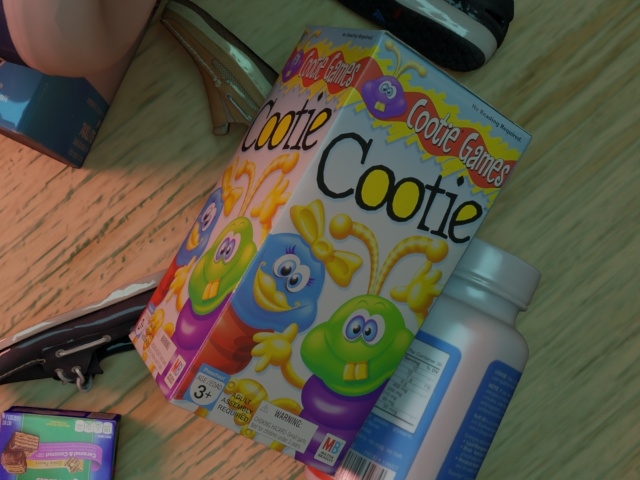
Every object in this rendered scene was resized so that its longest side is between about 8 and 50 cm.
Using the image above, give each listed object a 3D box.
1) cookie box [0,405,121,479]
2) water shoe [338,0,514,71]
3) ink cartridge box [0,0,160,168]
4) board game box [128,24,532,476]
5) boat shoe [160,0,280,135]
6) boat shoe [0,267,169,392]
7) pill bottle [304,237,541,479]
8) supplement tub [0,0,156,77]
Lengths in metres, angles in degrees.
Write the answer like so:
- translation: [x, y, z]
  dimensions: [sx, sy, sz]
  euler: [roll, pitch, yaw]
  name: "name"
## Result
- translation: [-0.210, 0.191, 0.776]
  dimensions: [0.091, 0.040, 0.107]
  euler: [5, 88, -4]
  name: "cookie box"
- translation: [0.066, -0.222, 0.806]
  dimensions: [0.203, 0.073, 0.080]
  euler: [37, 67, -6]
  name: "water shoe"
- translation: [-0.224, -0.223, 0.717]
  dimensions: [0.198, 0.197, 0.270]
  euler: [26, 86, -1]
  name: "ink cartridge box"
- translation: [0.000, 0.000, 0.708]
  dimensions: [0.142, 0.144, 0.275]
  euler: [30, 90, -25]
  name: "board game box"
- translation: [-0.065, -0.114, 0.789]
  dimensions: [0.190, 0.068, 0.072]
  euler: [42, 97, -1]
  name: "boat shoe"
- translation: [-0.189, 0.087, 0.766]
  dimensions: [0.206, 0.075, 0.065]
  euler: [-24, 88, -9]
  name: "boat shoe"
- translation: [0.086, 0.108, 0.754]
  dimensions: [0.124, 0.124, 0.222]
  euler: [26, 86, -1]
  name: "pill bottle"
- translation: [-0.239, -0.234, 0.499]
  dimensions: [0.324, 0.235, 0.236]
  euler: [15, 87, -1]
  name: "supplement tub"
